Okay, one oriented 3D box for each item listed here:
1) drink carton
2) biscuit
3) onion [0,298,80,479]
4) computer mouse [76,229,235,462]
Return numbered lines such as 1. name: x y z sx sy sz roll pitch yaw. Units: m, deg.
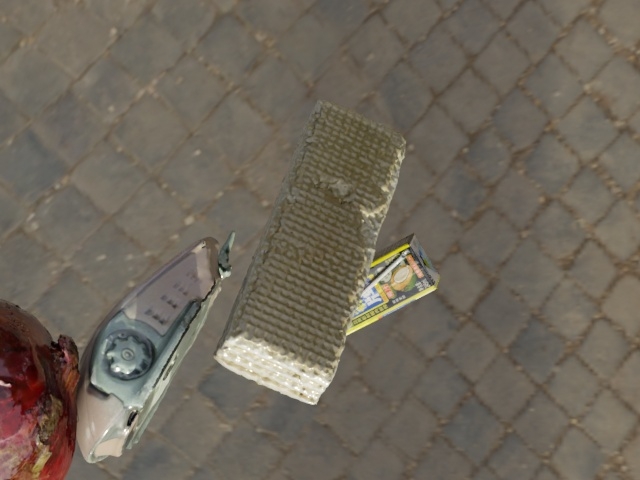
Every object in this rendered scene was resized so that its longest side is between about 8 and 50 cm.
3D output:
1. drink carton: 0.063 0.063 1.706 0.165 0.056 0.071 -30 98 19
2. biscuit: 0.000 0.000 1.626 0.144 0.078 0.426 24 49 -6
3. onion: -0.394 0.190 1.546 0.276 0.276 0.276 2 84 -20
4. computer mouse: -0.217 0.109 1.709 0.115 0.199 0.389 29 57 -1
